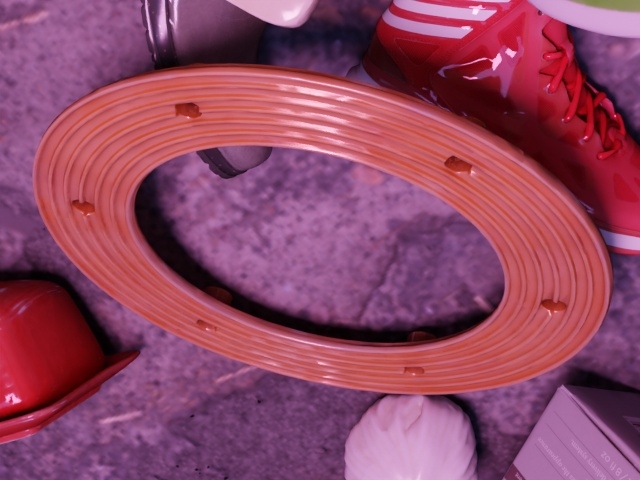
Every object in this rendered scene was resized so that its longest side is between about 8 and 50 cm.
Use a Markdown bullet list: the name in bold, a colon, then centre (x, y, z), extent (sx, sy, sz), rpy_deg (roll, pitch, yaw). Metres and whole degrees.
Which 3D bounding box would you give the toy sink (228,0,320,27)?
- **toy sink**: centre (-0.031, -0.232, 0.630), extent (0.153, 0.131, 0.234), rpy_deg (32, 101, 8)

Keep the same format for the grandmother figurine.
- **grandmother figurine**: centre (0.029, 0.252, 1.007), extent (0.208, 0.104, 0.342), rpy_deg (1, 123, -25)

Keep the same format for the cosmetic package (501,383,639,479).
- **cosmetic package**: centre (0.162, 0.224, 0.910), extent (0.107, 0.127, 0.238), rpy_deg (12, 114, -39)

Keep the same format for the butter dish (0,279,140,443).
- **butter dish**: centre (-0.223, 0.067, 0.913), extent (0.160, 0.160, 0.118), rpy_deg (-17, 95, 18)

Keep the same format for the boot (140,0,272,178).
- **boot**: centre (-0.020, -0.153, 0.773), extent (0.161, 0.083, 0.246), rpy_deg (-12, 121, 9)

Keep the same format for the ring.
- **ring**: centre (0.000, 0.000, 0.817), extent (0.336, 0.032, 0.336), rpy_deg (11, 149, 7)

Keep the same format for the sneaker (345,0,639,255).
- **sneaker**: centre (0.134, -0.083, 0.786), extent (0.221, 0.087, 0.128), rpy_deg (23, 123, -7)

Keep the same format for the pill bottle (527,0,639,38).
- **pill bottle**: centre (0.158, -0.231, 0.650), extent (0.136, 0.136, 0.245), rpy_deg (2, 127, 7)
